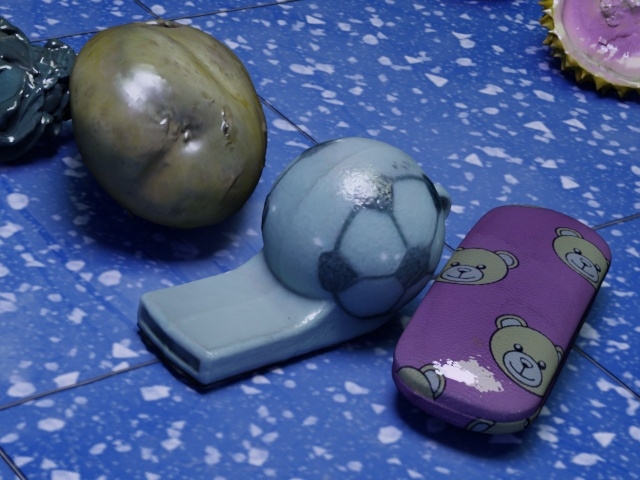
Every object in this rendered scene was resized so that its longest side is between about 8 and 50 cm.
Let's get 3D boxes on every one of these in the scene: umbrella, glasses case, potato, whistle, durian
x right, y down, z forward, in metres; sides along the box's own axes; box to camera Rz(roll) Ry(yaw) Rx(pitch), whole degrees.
[{"bbox_3d":[-0.362,-0.186,1.578,0.349,0.094,0.143,28,40,26],"label":"umbrella"},{"bbox_3d":[0.154,0.056,1.393,0.123,0.075,0.316,20,32,12],"label":"glasses case"},{"bbox_3d":[-0.131,-0.109,1.480,0.191,0.141,0.296,43,20,-10],"label":"potato"},{"bbox_3d":[0.000,0.000,1.354,0.290,0.163,0.163,-17,42,-39],"label":"whistle"},{"bbox_3d":[0.323,-0.239,1.874,0.182,0.132,0.165,13,41,-21],"label":"durian"}]
